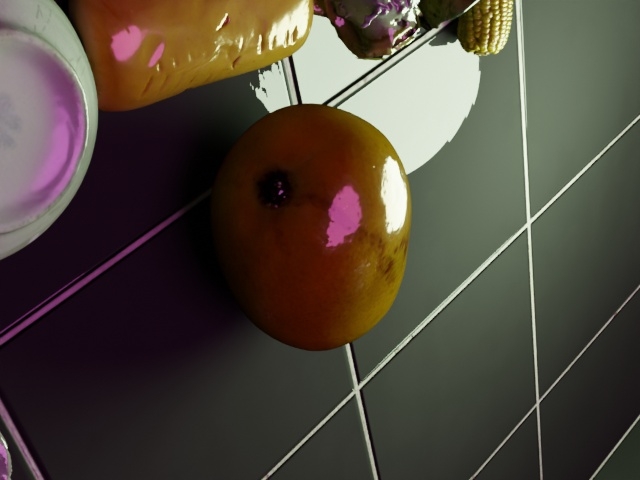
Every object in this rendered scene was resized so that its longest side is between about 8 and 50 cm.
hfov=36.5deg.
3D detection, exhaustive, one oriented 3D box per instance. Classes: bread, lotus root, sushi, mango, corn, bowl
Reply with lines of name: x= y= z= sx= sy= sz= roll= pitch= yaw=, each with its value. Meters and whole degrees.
bread: x=-0.125 y=-0.230 z=1.030 sx=0.305 sy=0.091 sz=0.141 roll=-27 pitch=133 yaw=-39
lotus root: x=0.179 y=-0.373 z=1.273 sx=0.078 sy=0.183 sz=0.203 roll=43 pitch=66 yaw=-22
sushi: x=0.027 y=-0.330 z=1.114 sx=0.139 sy=0.131 sz=0.291 roll=-37 pitch=134 yaw=-11
mango: x=0.000 y=0.000 z=1.196 sx=0.263 sy=0.221 sz=0.378 roll=-56 pitch=150 yaw=-19
corn: x=0.248 y=-0.382 z=1.400 sx=0.080 sy=0.080 sz=0.231 roll=-16 pitch=121 yaw=-45
bowl: x=-0.313 y=-0.105 z=0.817 sx=0.307 sy=0.163 sz=0.307 roll=-26 pitch=125 yaw=-44

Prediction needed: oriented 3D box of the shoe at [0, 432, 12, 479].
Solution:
shoe: x=-0.397 y=0.271 z=0.950 sx=0.126 sy=0.099 sz=0.227 roll=11 pitch=104 yaw=-55
